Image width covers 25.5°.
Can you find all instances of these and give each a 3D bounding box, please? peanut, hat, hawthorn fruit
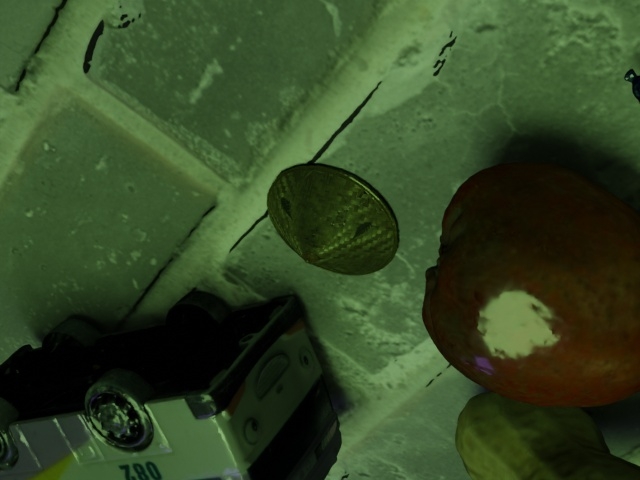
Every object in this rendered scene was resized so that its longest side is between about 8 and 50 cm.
[{"bbox_3d":[0.243,0.239,1.402,0.290,0.130,0.130,43,157,52],"label":"peanut"},{"bbox_3d":[0.000,0.000,1.412,0.146,0.067,0.146,16,136,17],"label":"hat"},{"bbox_3d":[0.225,0.044,1.237,0.262,0.210,0.210,10,137,-2],"label":"hawthorn fruit"}]

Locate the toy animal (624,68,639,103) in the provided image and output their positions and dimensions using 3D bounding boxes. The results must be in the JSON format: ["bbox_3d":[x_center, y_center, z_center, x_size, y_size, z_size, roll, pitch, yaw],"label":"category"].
[{"bbox_3d":[0.337,-0.157,1.088,0.075,0.041,0.217,44,132,-11],"label":"toy animal"}]

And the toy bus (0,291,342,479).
[{"bbox_3d":[-0.199,0.225,1.606,0.440,0.209,0.249,-13,111,34],"label":"toy bus"}]
